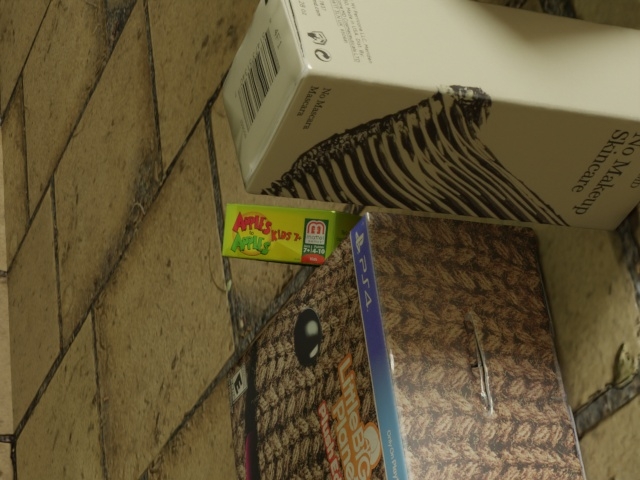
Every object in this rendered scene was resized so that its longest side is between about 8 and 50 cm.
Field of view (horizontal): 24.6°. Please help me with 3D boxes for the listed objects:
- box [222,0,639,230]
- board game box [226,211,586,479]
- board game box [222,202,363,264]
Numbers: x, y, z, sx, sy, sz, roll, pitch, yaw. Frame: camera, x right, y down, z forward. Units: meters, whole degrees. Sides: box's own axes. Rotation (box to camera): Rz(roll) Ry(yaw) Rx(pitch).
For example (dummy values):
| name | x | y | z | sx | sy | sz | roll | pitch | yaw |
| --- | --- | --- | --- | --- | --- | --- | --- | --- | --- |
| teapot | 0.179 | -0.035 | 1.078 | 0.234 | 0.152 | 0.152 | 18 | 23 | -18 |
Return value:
| name | x | y | z | sx | sy | sz | roll | pitch | yaw |
| --- | --- | --- | --- | --- | --- | --- | --- | --- | --- |
| box | 0.086 | -0.083 | 0.927 | 0.113 | 0.275 | 0.094 | 119 | 147 | -43 |
| board game box | 0.052 | 0.152 | 1.116 | 0.291 | 0.141 | 0.232 | 129 | 139 | -52 |
| board game box | 0.000 | 0.000 | 1.202 | 0.092 | 0.181 | 0.043 | 5 | 88 | 21 |
